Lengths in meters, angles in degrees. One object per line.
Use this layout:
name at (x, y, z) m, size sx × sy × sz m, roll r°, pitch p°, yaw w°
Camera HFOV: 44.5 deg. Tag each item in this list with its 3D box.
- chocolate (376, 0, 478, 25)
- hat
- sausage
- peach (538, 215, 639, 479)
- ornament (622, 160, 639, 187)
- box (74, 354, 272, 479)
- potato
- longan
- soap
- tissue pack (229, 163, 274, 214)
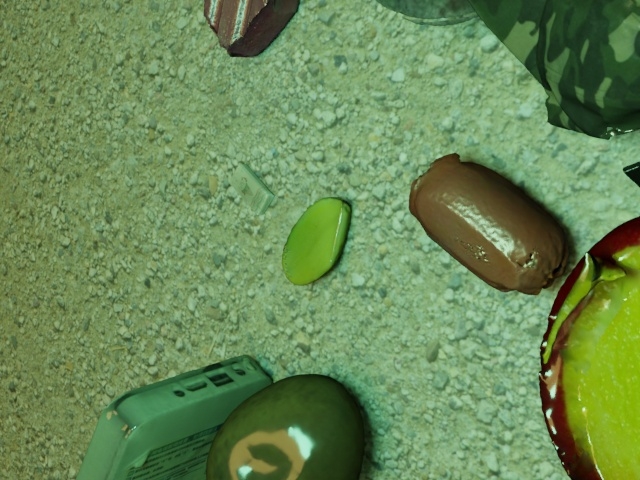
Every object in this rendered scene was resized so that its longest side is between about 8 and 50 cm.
chocolate at (0.175, -0.500, 1.214) m, size 0.304 × 0.213 × 0.303 m, roll 0°, pitch 114°, yaw 0°
hat at (0.361, -0.343, 1.020) m, size 0.382 × 0.257 × 0.366 m, roll 36°, pitch 109°, yaw -10°
sausage at (0.260, -0.027, 1.230) m, size 0.280 × 0.152 × 0.152 m, roll 44°, pitch 119°, yaw 25°
peach at (0.463, 0.151, 0.979) m, size 0.335 × 0.310 × 0.405 m, roll 23°, pitch 115°, yaw 41°
ornament at (0.508, -0.172, 1.063) m, size 0.166 × 0.153 × 0.195 m, roll -22°, pitch 56°, yaw 38°
box at (-0.305, 0.429, 1.575) m, size 0.111 × 0.396 × 0.396 m, roll 38°, pitch 116°, yaw 27°
potato at (0.000, 0.000, 1.510) m, size 0.119 × 0.054 × 0.197 m, roll 34°, pitch 110°, yaw 33°
longan at (-0.060, 0.406, 1.464) m, size 0.350 × 0.288 × 0.288 m, roll -48°, pitch 64°, yaw 20°
soap at (-0.133, -0.502, 1.534) m, size 0.182 × 0.112 × 0.289 m, roll 26°, pitch 110°, yaw 36°
tissue pack at (-0.145, -0.108, 1.636) m, size 0.108 × 0.023 × 0.056 m, roll 47°, pitch 121°, yaw 27°
